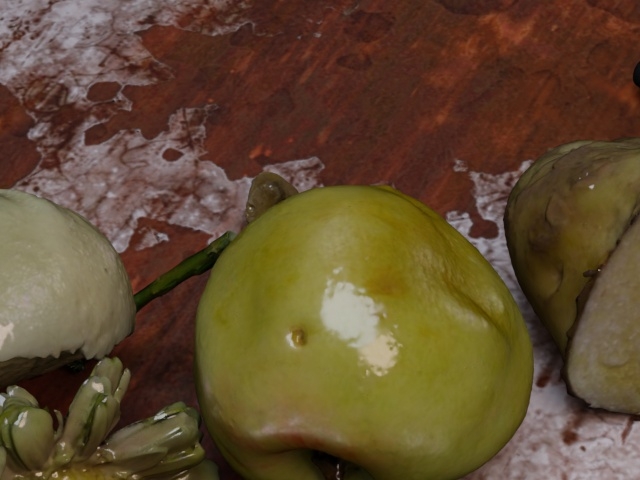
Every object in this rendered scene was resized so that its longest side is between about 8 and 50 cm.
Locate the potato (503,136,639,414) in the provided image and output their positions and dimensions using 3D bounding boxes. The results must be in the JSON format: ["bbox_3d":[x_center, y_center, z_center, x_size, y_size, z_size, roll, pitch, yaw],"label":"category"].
[{"bbox_3d":[0.335,-0.004,1.850,0.288,0.301,0.237,23,23,-23],"label":"potato"}]

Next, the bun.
[{"bbox_3d":[-0.360,0.053,1.718,0.364,0.364,0.202,-16,89,-14],"label":"bun"}]

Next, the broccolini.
[{"bbox_3d":[-0.167,0.059,1.843,0.057,0.254,0.071,-3,69,-58],"label":"broccolini"}]

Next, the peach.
[{"bbox_3d":[0.029,0.102,1.721,0.314,0.281,0.316,23,42,-31],"label":"peach"}]

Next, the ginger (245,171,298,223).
[{"bbox_3d":[0.004,-0.008,1.986,0.133,0.059,0.214,-25,48,-12],"label":"ginger"}]

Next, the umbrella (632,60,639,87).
[{"bbox_3d":[0.469,-0.104,2.059,0.073,0.067,0.337,-16,45,-33],"label":"umbrella"}]

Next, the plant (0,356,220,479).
[{"bbox_3d":[-0.247,0.274,1.657,0.297,0.306,0.261,-29,64,32],"label":"plant"}]
